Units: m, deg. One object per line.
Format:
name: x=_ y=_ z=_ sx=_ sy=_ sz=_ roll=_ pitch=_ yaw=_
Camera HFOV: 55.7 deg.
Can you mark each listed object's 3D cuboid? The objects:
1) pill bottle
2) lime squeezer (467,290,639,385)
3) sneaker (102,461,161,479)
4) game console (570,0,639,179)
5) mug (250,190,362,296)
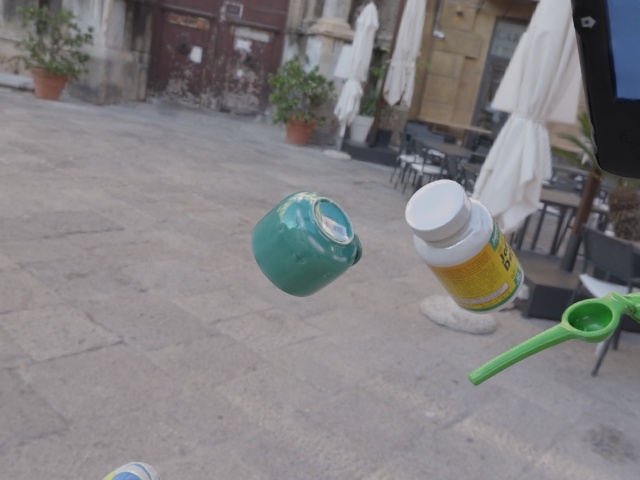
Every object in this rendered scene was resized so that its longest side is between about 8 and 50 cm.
pill bottle: x=0.207 y=0.010 z=0.879 sx=0.118 sy=0.117 sz=0.208 roll=27 pitch=-15 yaw=50
lime squeezer: x=0.307 y=0.104 z=0.663 sx=0.311 sy=0.109 sz=0.058 roll=3 pitch=40 yaw=-20
sneaker: x=-0.144 y=0.260 z=0.524 sx=0.126 sy=0.091 sz=0.240 roll=-29 pitch=15 yaw=4
game console: x=0.352 y=-0.169 z=0.431 sx=0.342 sy=0.060 sz=0.386 roll=11 pitch=-34 yaw=38
mug: x=-0.007 y=-0.006 z=0.826 sx=0.129 sy=0.097 sz=0.158 roll=53 pitch=35 yaw=3
